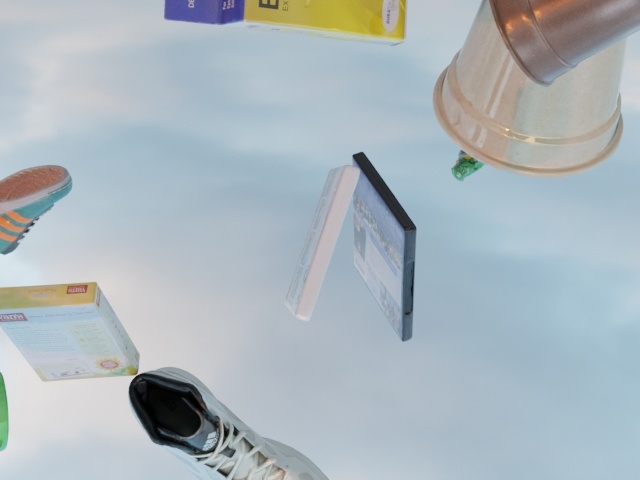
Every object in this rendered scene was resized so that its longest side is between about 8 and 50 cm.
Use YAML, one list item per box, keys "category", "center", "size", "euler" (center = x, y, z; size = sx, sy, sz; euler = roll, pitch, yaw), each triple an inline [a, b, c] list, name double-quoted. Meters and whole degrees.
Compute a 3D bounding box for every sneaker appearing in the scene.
- category: "sneaker"
  center: [-0.158, 0.379, 1.870]
  size: [0.447, 0.169, 0.257]
  euler: [37, 176, 8]
- category: "sneaker"
  center: [-0.617, -0.049, 2.229]
  size: [0.302, 0.121, 0.108]
  euler: [-23, -142, 9]

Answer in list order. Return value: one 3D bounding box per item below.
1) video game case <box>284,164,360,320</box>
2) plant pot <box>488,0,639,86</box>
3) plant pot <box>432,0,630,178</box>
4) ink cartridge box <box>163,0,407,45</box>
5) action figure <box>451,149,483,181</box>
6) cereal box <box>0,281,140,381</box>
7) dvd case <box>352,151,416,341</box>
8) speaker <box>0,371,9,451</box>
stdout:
- category: "video game case"
  center: [0.000, 0.000, 1.141]
  size: [0.019, 0.157, 0.143]
  euler: [19, 180, -6]
- category: "plant pot"
  center: [0.306, -0.288, 1.301]
  size: [0.165, 0.167, 0.167]
  euler: [-22, 179, 34]
- category: "plant pot"
  center: [0.371, -0.326, 1.821]
  size: [0.333, 0.305, 0.334]
  euler: [3, -132, -4]
- category: "ink cartridge box"
  center: [-0.033, -0.412, 1.396]
  size: [0.307, 0.304, 0.072]
  euler: [2, -179, -24]
- category: "action figure"
  center: [0.303, -0.178, 2.086]
  size: [0.137, 0.063, 0.232]
  euler: [-33, -169, 45]
- category: "cereal box"
  center: [-0.407, 0.150, 1.796]
  size: [0.173, 0.240, 0.047]
  euler: [-4, -125, 7]
- category: "dvd case"
  center: [0.095, 0.013, 1.695]
  size: [0.022, 0.253, 0.180]
  euler: [-19, -131, -15]
- category: "speaker"
  center: [-0.561, 0.233, 1.433]
  size: [0.296, 0.131, 0.131]
  euler: [-3, -162, -24]
